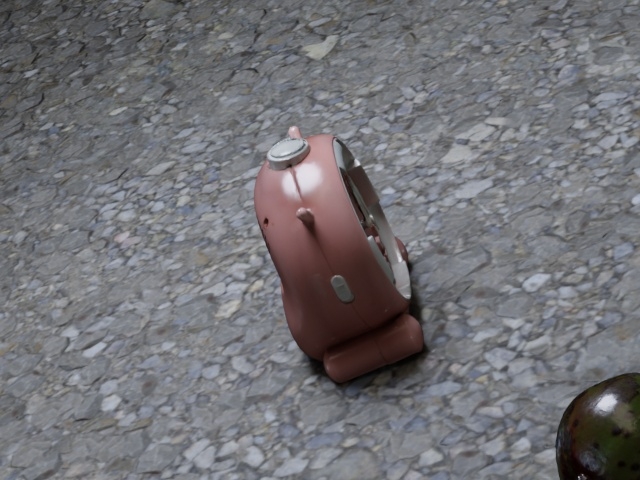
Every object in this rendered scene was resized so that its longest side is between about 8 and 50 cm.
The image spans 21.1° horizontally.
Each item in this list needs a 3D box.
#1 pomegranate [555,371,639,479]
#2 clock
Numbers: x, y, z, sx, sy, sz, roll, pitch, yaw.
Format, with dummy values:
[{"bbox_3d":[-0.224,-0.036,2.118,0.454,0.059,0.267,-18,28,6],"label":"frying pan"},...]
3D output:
[{"bbox_3d":[0.285,0.175,1.471,0.169,0.148,0.148,-29,30,-7],"label":"pomegranate"},{"bbox_3d":[0.000,0.000,1.854,0.142,0.241,0.227,-21,30,8],"label":"clock"}]
